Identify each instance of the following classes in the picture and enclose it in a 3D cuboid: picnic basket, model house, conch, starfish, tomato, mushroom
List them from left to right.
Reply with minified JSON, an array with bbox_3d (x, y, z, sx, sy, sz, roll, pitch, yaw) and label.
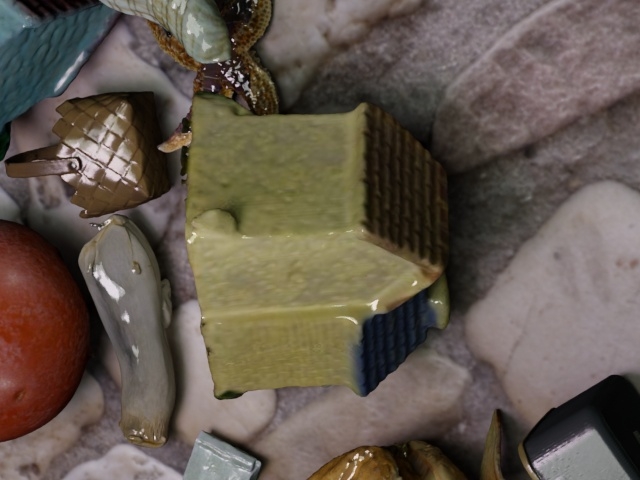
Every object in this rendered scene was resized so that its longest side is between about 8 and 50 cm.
[{"bbox_3d":[-0.400,0.104,1.836,0.265,0.265,0.264,4,101,22],"label":"tomato"},{"bbox_3d":[-0.374,-0.285,1.815,0.280,0.249,0.230,41,157,15],"label":"model house"},{"bbox_3d":[-0.268,-0.093,1.818,0.179,0.128,0.137,-8,98,11],"label":"picnic basket"},{"bbox_3d":[-0.209,-0.359,1.692,0.203,0.169,0.386,-26,65,11],"label":"conch"},{"bbox_3d":[-0.217,0.106,1.854,0.096,0.099,0.278,-8,100,29],"label":"mushroom"},{"bbox_3d":[-0.119,-0.201,1.777,0.216,0.071,0.238,-48,70,28],"label":"starfish"},{"bbox_3d":[0.000,0.000,1.675,0.266,0.261,0.321,-2,140,3],"label":"model house"}]

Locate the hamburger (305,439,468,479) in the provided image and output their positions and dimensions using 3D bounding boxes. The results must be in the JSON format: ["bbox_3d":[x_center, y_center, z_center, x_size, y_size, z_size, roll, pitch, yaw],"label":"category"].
[{"bbox_3d":[0.077,0.351,1.708,0.259,0.145,0.283,-51,52,32],"label":"hamburger"}]

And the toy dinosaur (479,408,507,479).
[{"bbox_3d":[0.269,0.333,1.687,0.327,0.113,0.206,39,151,33],"label":"toy dinosaur"}]

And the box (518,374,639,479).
[{"bbox_3d":[0.289,0.222,1.607,0.090,0.201,0.144,-36,84,20],"label":"box"}]

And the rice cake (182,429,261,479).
[{"bbox_3d":[-0.143,0.334,1.890,0.085,0.040,0.226,28,108,15],"label":"rice cake"}]
